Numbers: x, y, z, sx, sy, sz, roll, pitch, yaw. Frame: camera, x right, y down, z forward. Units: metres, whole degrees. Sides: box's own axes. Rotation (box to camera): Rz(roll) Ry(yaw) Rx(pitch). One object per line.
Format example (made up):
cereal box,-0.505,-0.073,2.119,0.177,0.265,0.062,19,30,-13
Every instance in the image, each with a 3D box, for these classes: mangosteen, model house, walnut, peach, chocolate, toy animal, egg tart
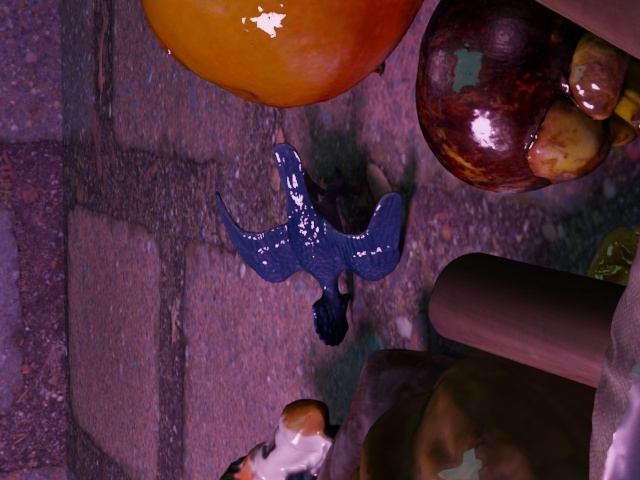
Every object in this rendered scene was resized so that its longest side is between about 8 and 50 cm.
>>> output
mangosteen,0.183,-0.124,0.825,0.217,0.192,0.192,19,112,29
model house,0.025,0.291,1.122,0.301,0.190,0.271,-58,34,39
walnut,0.152,0.226,0.789,0.282,0.253,0.277,94,156,-48
peach,-0.046,-0.315,1.082,0.373,0.290,0.372,13,121,23
chocolate,0.067,0.212,0.996,0.157,0.080,0.254,7,61,35
toy animal,0.000,0.000,1.198,0.239,0.255,0.176,-5,57,25
egg tart,0.260,0.043,0.802,0.130,0.052,0.130,14,105,63

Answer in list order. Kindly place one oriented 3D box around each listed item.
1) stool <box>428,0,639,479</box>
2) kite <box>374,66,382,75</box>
stool,0.244,-0.020,0.561,0.226,0.310,0.310,-139,54,-63
kite,0.008,-0.307,1.289,0.234,0.016,0.321,-46,53,54
